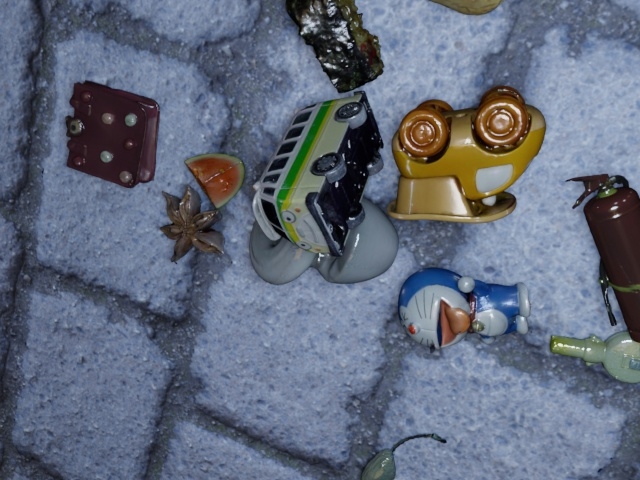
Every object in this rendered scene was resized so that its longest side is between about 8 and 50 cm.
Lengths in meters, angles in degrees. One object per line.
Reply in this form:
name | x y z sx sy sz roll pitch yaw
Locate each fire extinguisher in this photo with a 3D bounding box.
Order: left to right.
fire extinguisher | 0.540 0.024 1.068 0.141 0.105 0.341 -30 101 -15

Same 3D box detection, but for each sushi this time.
sushi | 0.033 -0.387 1.105 0.115 0.147 0.212 -29 114 17

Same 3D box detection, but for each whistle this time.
whistle | 0.553 0.220 1.159 0.198 0.057 0.104 8 110 14

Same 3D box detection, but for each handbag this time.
handbag | -0.473 -0.237 1.336 0.216 0.074 0.203 19 110 12

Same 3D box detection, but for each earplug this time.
earplug | -0.004 -0.003 1.214 0.326 0.175 0.214 4 76 22

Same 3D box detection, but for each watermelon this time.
watermelon | -0.225 -0.141 1.274 0.135 0.094 0.125 -28 95 26

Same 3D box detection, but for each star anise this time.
star anise | -0.287 -0.042 1.330 0.208 0.063 0.171 -11 99 41

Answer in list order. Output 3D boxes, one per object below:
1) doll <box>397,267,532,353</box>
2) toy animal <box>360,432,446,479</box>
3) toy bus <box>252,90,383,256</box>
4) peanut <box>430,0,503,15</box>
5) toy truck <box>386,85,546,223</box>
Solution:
doll | 0.281 0.142 1.171 0.257 0.161 0.215 -1 132 15
toy animal | 0.170 0.511 1.375 0.079 0.070 0.253 34 104 -33
toy bus | -0.006 -0.124 1.094 0.179 0.305 0.143 0 139 26
peanut | 0.216 -0.474 1.031 0.236 0.110 0.120 32 135 14
toy truck | 0.251 -0.153 1.062 0.288 0.204 0.211 -4 108 18
